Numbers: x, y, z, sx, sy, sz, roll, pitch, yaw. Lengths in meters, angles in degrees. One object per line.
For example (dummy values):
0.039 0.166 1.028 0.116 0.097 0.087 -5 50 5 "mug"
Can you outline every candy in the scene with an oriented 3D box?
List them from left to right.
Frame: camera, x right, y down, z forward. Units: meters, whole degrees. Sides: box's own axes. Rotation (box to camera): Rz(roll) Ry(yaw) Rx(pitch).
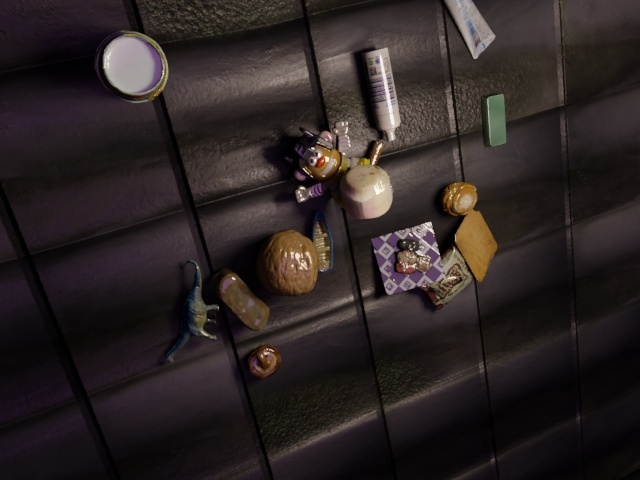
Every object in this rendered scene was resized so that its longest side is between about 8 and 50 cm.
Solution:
-0.270 0.197 1.794 0.102 0.104 0.234 -45 115 -10 "candy"

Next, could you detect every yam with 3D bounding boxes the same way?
0.154 -0.223 1.874 0.046 0.046 0.264 22 94 -24 "yam"

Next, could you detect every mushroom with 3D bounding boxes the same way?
-0.199 0.430 1.890 0.127 0.087 0.127 -4 103 -16 "mushroom"

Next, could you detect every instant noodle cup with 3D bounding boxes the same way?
-0.519 -0.487 1.491 0.205 0.153 0.205 -5 105 -21 "instant noodle cup"

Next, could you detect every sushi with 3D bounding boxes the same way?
0.326 0.068 1.949 0.231 0.047 0.219 -16 91 -1 "sushi"

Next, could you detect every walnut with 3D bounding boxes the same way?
-0.107 0.074 1.769 0.228 0.228 0.228 -5 106 -19 "walnut"

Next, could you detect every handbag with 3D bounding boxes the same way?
0.487 0.133 2.052 0.235 0.127 0.213 -42 124 5 "handbag"

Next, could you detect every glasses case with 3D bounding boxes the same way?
0.648 -0.450 2.003 0.078 0.039 0.184 -15 109 -17 "glasses case"

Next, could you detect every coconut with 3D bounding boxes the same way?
0.149 -0.145 1.696 0.171 0.171 0.183 -33 142 -10 "coconut"

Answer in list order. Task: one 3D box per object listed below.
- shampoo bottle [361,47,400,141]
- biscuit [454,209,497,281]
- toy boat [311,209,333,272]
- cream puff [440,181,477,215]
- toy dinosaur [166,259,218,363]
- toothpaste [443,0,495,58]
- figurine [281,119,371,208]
0.211 -0.484 1.801 0.092 0.092 0.303 -21 110 -15 "shampoo bottle"
0.602 0.008 2.062 0.237 0.013 0.232 55 51 -22 "biscuit"
0.000 0.000 1.874 0.080 0.046 0.229 -13 108 -16 "toy boat"
0.508 -0.158 1.991 0.144 0.103 0.126 -15 116 -33 "cream puff"
-0.408 0.246 1.770 0.147 0.076 0.363 10 103 -18 "toy dinosaur"
0.501 -0.780 1.850 0.114 0.073 0.299 -48 122 -4 "toothpaste"
0.012 -0.249 1.759 0.308 0.143 0.308 1 88 -31 "figurine"
